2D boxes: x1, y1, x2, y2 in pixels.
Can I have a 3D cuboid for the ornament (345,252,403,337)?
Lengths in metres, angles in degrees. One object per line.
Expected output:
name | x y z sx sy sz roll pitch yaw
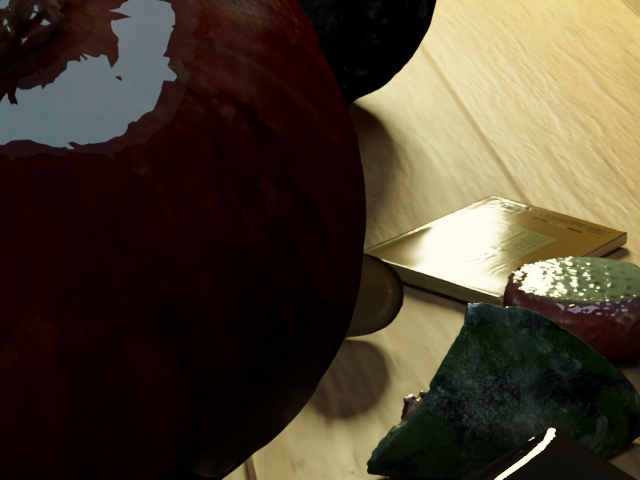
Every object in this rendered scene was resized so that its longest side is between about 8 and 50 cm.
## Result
ornament | 0.000 0.000 1.299 0.075 0.081 0.156 1 25 -14

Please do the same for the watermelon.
watermelon | 0.109 0.084 1.099 0.155 0.101 0.080 11 9 -3

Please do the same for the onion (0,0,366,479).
onion | -0.138 -0.003 0.985 0.341 0.341 0.341 2 21 -1

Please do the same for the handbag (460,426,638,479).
handbag | 0.082 0.190 0.771 0.257 0.113 0.285 -18 28 -27

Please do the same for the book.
book | 0.121 0.006 1.385 0.118 0.012 0.172 17 25 34

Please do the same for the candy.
candy | 0.165 0.043 1.250 0.103 0.043 0.103 0 20 0

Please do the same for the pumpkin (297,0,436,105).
pumpkin | -0.073 -0.245 1.680 0.363 0.266 0.363 6 23 -2
